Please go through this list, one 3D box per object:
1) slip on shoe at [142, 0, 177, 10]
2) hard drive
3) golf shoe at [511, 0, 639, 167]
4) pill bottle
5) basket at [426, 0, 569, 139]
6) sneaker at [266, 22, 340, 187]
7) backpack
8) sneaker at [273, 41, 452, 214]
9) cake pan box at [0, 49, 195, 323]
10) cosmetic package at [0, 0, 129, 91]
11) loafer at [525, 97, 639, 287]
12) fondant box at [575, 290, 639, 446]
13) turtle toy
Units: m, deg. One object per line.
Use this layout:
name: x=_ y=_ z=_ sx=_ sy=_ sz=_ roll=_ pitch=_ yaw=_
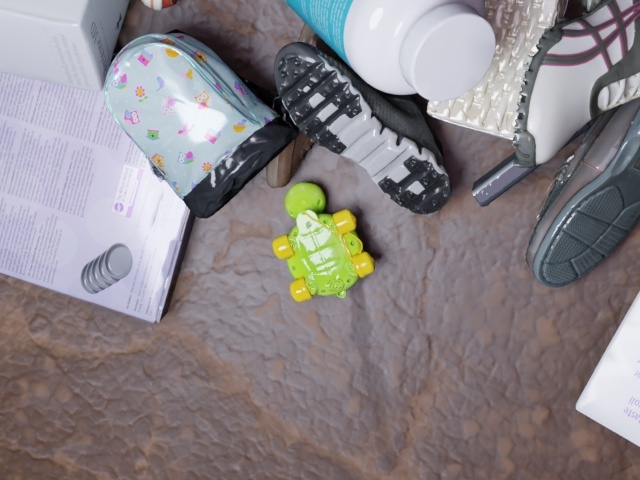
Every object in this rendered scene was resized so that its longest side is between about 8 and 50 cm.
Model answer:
slip on shoe: x=-0.066 y=-0.360 z=1.719 sx=0.101 sy=0.123 sz=0.331 roll=41 pitch=96 yaw=-3
hard drive: x=0.214 y=-0.086 z=1.722 sx=0.135 sy=0.094 sz=0.022 roll=-38 pitch=92 yaw=10
golf shoe: x=0.276 y=-0.171 z=1.629 sx=0.120 sy=0.105 sz=0.273 roll=24 pitch=62 yaw=22
pill bottle: x=0.062 y=-0.237 z=1.633 sx=0.146 sy=0.264 sz=0.146 roll=-17 pitch=131 yaw=-21
basket: x=0.179 y=-0.189 z=1.709 sx=0.113 sy=0.103 sz=0.167 roll=16 pitch=100 yaw=6
sneaker: x=-0.006 y=-0.139 z=1.761 sx=0.071 sy=0.066 sz=0.188 roll=15 pitch=100 yaw=0
backpack: x=-0.130 y=-0.129 z=1.691 sx=0.152 sy=0.115 sz=0.182 roll=-42 pitch=91 yaw=9
sneaker: x=0.044 y=-0.129 z=1.720 sx=0.234 sy=0.106 sz=0.078 roll=40 pitch=122 yaw=-21
cake pan box: x=-0.249 y=-0.072 z=1.802 sx=0.245 sy=0.070 sz=0.267 roll=16 pitch=99 yaw=3
cosmetic package: x=-0.279 y=-0.273 z=1.704 sx=0.151 sy=0.151 sz=0.184 roll=11 pitch=70 yaw=6
loafer: x=0.296 y=-0.075 z=1.731 sx=0.096 sy=0.084 sz=0.267 roll=27 pitch=105 yaw=-39
fondant box: x=0.443 y=0.084 z=1.690 sx=0.238 sy=0.096 sz=0.330 roll=30 pitch=103 yaw=13
turtle toy: x=0.000 y=0.000 z=1.776 sx=0.095 sy=0.066 sz=0.130 roll=-22 pitch=93 yaw=9
